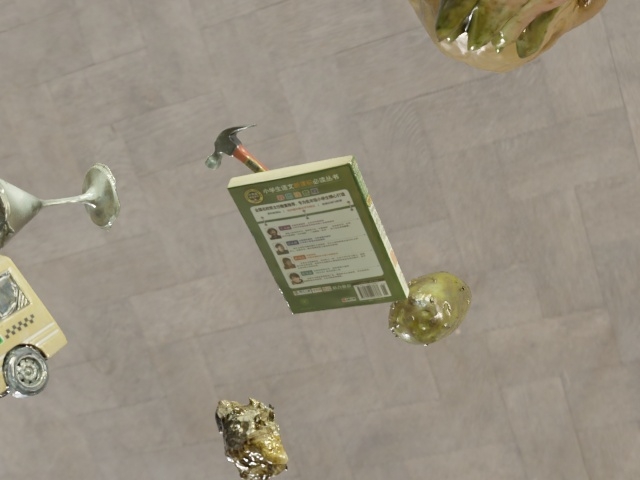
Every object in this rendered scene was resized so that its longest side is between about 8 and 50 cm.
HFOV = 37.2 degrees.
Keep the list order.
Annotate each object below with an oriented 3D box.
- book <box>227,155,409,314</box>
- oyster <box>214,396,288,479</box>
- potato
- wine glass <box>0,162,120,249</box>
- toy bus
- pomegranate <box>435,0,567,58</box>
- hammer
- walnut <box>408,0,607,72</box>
[{"bbox_3d":[0.000,0.000,1.435,0.201,0.027,0.264,-9,126,24],"label":"book"},{"bbox_3d":[-0.083,0.233,1.090,0.148,0.051,0.103,-17,81,52],"label":"oyster"},{"bbox_3d":[0.199,0.123,1.722,0.113,0.251,0.149,39,109,14],"label":"potato"},{"bbox_3d":[-0.473,-0.063,1.637,0.156,0.232,0.156,12,107,44],"label":"wine glass"},{"bbox_3d":[-0.510,0.172,1.175,0.176,0.365,0.202,-22,101,36],"label":"toy bus"},{"bbox_3d":[0.154,-0.229,0.485,0.203,0.222,0.277,-1,116,17],"label":"pomegranate"},{"bbox_3d":[-0.067,-0.088,1.576,0.287,0.033,0.111,41,118,15],"label":"hammer"},{"bbox_3d":[0.293,-0.464,1.507,0.383,0.383,0.384,5,109,14],"label":"walnut"}]
